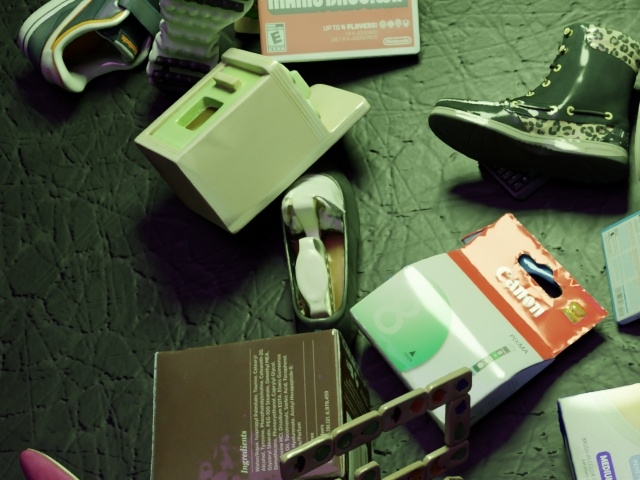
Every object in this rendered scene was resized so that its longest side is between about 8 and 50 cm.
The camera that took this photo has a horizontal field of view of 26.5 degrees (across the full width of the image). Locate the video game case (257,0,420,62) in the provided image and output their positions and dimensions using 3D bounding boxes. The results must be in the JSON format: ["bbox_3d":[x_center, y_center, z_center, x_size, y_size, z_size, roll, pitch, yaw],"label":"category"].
[{"bbox_3d":[0.017,-0.372,1.719,0.204,0.025,0.285,-4,94,-5],"label":"video game case"}]

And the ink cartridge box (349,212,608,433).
[{"bbox_3d":[0.173,0.082,1.503,0.224,0.056,0.181,-38,61,-4],"label":"ink cartridge box"}]

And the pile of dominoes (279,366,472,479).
[{"bbox_3d":[0.063,0.256,1.340,0.251,0.196,0.040,-22,34,-30],"label":"pile of dominoes"}]

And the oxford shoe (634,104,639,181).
[{"bbox_3d":[0.453,-0.241,1.602,0.169,0.130,0.449,24,72,-23],"label":"oxford shoe"}]

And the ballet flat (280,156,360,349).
[{"bbox_3d":[0.000,0.000,1.592,0.095,0.096,0.280,-13,59,8],"label":"ballet flat"}]

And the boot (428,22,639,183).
[{"bbox_3d":[0.259,-0.173,1.603,0.236,0.085,0.178,14,67,9],"label":"boot"}]

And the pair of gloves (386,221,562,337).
[{"bbox_3d":[0.174,0.069,1.553,0.198,0.023,0.159,-26,60,0],"label":"pair of gloves"}]

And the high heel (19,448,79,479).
[{"bbox_3d":[-0.277,0.338,1.485,0.117,0.082,0.244,-41,72,-20],"label":"high heel"}]

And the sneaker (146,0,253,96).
[{"bbox_3d":[-0.149,-0.306,1.703,0.110,0.292,0.118,15,55,-15],"label":"sneaker"}]

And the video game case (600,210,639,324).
[{"bbox_3d":[0.382,0.009,1.481,0.166,0.015,0.119,-31,49,39],"label":"video game case"}]

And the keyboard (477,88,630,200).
[{"bbox_3d":[0.273,-0.135,1.641,0.180,0.023,0.108,-37,59,-8],"label":"keyboard"}]

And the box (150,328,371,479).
[{"bbox_3d":[-0.057,0.212,1.445,0.203,0.168,0.167,-8,60,10],"label":"box"}]

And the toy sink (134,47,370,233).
[{"bbox_3d":[-0.084,-0.144,1.639,0.234,0.131,0.153,-42,28,-10],"label":"toy sink"}]

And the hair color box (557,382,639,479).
[{"bbox_3d":[0.422,0.224,1.353,0.339,0.110,0.185,-12,58,6],"label":"hair color box"}]

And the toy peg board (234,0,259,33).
[{"bbox_3d":[-0.042,-0.348,1.765,0.160,0.079,0.161,7,97,18],"label":"toy peg board"}]

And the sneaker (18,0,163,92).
[{"bbox_3d":[-0.248,-0.320,1.821,0.321,0.126,0.127,-43,55,2],"label":"sneaker"}]
